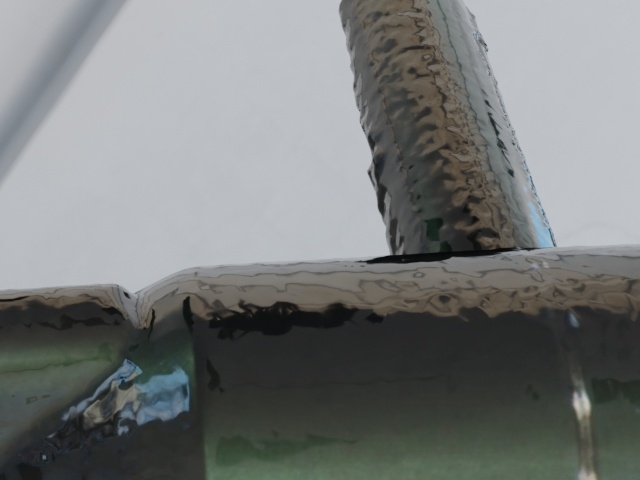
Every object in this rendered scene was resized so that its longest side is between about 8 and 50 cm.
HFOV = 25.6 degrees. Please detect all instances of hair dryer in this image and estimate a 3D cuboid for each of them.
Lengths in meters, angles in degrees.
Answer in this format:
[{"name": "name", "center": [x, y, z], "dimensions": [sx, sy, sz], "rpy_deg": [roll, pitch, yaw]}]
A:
[{"name": "hair dryer", "center": [0.000, 0.000, 0.456], "dimensions": [0.244, 0.116, 0.302], "rpy_deg": [0, 39, -7]}]
